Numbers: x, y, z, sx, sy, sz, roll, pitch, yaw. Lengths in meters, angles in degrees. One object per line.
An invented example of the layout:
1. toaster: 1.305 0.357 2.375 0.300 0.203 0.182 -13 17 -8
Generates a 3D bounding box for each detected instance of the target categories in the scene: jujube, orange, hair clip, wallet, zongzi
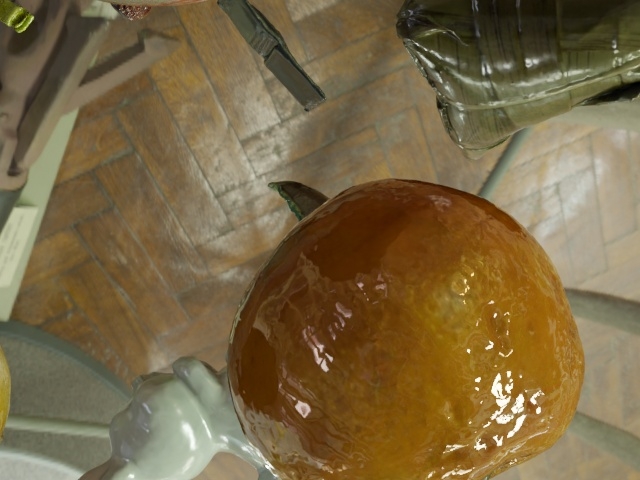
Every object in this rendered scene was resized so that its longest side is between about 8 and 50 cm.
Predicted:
1. jujube: -0.346 -0.446 1.358 0.077 0.077 0.129 -29 138 4
2. orange: 0.058 0.081 0.589 0.261 0.261 0.261 -9 128 -12
3. hair clip: -0.648 -0.469 1.556 0.072 0.173 0.046 -52 151 -2
4. wallet: -0.108 -0.411 1.655 0.041 0.247 0.323 -39 99 -4
5. zongzi: 0.409 -0.254 1.168 0.500 0.218 0.467 5 160 26

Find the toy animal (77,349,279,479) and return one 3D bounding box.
1. toy animal: -0.196 0.301 1.165 0.368 0.241 0.196 -20 169 -6

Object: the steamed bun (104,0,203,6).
1. steamed bun: -0.102 -0.291 0.513 0.375 0.374 0.241 -15 128 -7

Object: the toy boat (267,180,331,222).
1. toy boat: 0.005 -0.009 1.299 0.108 0.293 0.099 -4 148 -50

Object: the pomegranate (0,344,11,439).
1. pomegranate: -0.368 0.143 0.634 0.233 0.233 0.233 -9 128 -12
